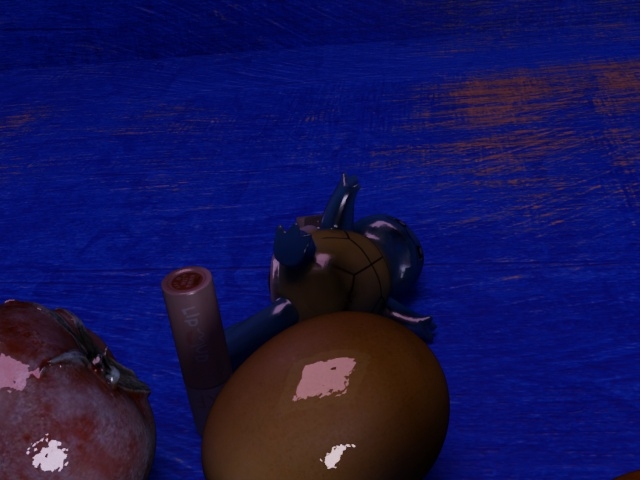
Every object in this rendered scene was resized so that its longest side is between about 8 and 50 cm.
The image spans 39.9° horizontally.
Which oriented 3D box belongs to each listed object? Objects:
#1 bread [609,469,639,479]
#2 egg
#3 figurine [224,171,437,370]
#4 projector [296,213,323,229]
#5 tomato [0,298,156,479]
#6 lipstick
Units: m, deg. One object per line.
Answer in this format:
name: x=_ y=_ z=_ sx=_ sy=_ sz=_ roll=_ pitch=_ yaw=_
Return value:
bread: x=0.258 y=0.355 z=0.816 sx=0.388 sy=0.236 sz=0.183 roll=-14 pitch=17 yaw=-20
egg: x=0.007 y=0.225 z=1.087 sx=0.322 sy=0.250 sz=0.250 roll=-27 pitch=35 yaw=-19
figurine: x=0.027 y=0.079 z=1.396 sx=0.416 sy=0.243 sz=0.298 roll=-30 pitch=80 yaw=-29
projector: x=0.000 y=0.000 z=1.634 sx=0.082 sy=0.083 sz=0.083 roll=-6 pitch=29 yaw=2
tomato: x=-0.356 y=0.230 z=1.103 sx=0.282 sy=0.317 sz=0.316 roll=-44 pitch=36 yaw=-1
lipstick: x=-0.163 y=0.160 z=1.228 sx=0.070 sy=0.255 sz=0.070 roll=-6 pitch=31 yaw=3
